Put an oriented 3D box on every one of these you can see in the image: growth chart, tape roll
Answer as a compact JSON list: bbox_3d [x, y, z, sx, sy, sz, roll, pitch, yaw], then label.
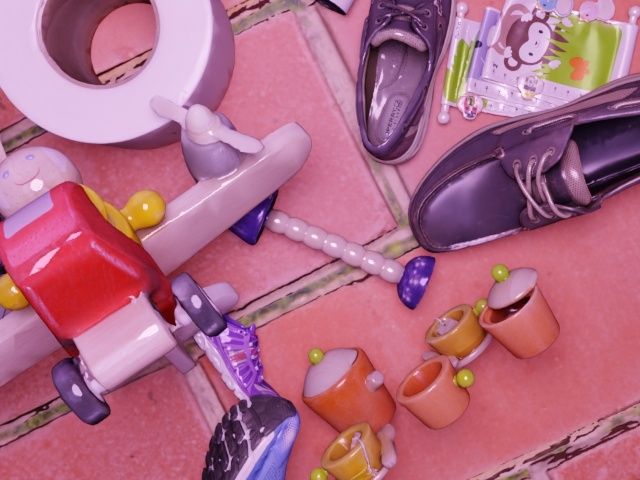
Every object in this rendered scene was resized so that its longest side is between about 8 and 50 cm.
[{"bbox_3d":[0.266,-0.221,0.951,0.237,0.021,0.172,4,93,1],"label":"growth chart"},{"bbox_3d":[-0.229,-0.228,0.892,0.246,0.169,0.246,0,95,1],"label":"tape roll"}]

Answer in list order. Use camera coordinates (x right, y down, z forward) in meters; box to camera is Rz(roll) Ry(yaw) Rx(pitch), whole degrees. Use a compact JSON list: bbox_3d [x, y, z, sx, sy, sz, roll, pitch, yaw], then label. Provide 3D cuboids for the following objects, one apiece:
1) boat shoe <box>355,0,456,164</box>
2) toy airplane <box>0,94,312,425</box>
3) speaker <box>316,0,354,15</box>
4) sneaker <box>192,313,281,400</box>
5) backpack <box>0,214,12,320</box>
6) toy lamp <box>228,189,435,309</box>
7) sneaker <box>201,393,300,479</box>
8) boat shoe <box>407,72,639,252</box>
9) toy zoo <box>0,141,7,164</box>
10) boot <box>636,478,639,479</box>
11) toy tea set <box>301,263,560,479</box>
[{"bbox_3d":[0.097,-0.232,0.914,0.102,0.092,0.285,12,95,11],"label":"boat shoe"},{"bbox_3d":[-0.221,0.024,0.793,0.272,0.386,0.384,53,128,4],"label":"toy airplane"},{"bbox_3d":[0.040,-0.341,0.932,0.055,0.055,0.136,30,94,-1],"label":"speaker"},{"bbox_3d":[-0.097,0.143,0.968,0.071,0.068,0.170,-36,92,-2],"label":"sneaker"},{"bbox_3d":[-0.469,0.052,0.900,0.276,0.213,0.263,-4,83,6],"label":"backpack"},{"bbox_3d":[0.000,0.000,0.946,0.274,0.080,0.080,22,95,1],"label":"toy lamp"},{"bbox_3d":[-0.072,0.328,0.947,0.147,0.130,0.330,10,115,-16],"label":"sneaker"},{"bbox_3d":[0.263,-0.088,0.891,0.355,0.130,0.132,-29,102,9],"label":"boat shoe"},{"bbox_3d":[-0.473,-0.125,0.872,0.192,0.293,0.030,-22,127,-19],"label":"toy zoo"},{"bbox_3d":[0.341,0.437,0.964,0.269,0.089,0.236,-17,94,2],"label":"boot"},{"bbox_3d":[0.102,0.131,0.894,0.336,0.200,0.124,-39,100,4],"label":"toy tea set"}]
